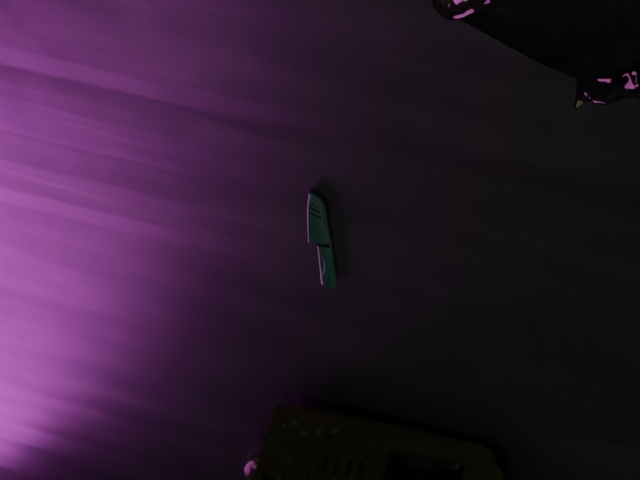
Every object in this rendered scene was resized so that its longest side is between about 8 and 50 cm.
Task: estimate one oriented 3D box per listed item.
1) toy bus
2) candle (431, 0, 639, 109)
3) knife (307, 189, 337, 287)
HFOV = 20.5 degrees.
[{"bbox_3d":[0.042,0.275,1.208,0.201,0.177,0.365,6,147,13],"label":"toy bus"},{"bbox_3d":[-0.002,-0.185,0.469,0.330,0.187,0.187,28,149,-13],"label":"candle"},{"bbox_3d":[0.000,0.000,0.948,0.014,0.005,0.091,12,149,12],"label":"knife"}]
